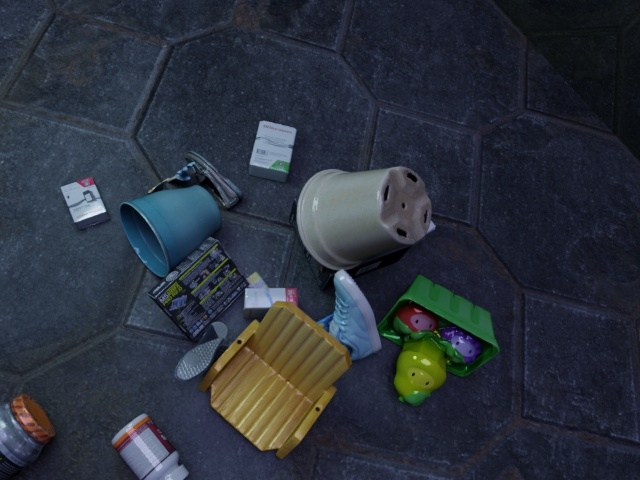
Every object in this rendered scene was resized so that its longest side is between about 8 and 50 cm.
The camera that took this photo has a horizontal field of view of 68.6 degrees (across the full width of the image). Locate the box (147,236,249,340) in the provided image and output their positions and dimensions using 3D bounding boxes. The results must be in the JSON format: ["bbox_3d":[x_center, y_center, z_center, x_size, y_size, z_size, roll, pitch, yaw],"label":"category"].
[{"bbox_3d":[-0.389,0.157,1.537,0.270,0.060,0.216,-47,126,-24],"label":"box"}]

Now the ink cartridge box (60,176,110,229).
[{"bbox_3d":[-0.818,-0.130,1.638,0.109,0.063,0.151,-24,74,-20],"label":"ink cartridge box"}]

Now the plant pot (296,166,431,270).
[{"bbox_3d":[0.151,-0.081,1.418,0.333,0.305,0.334,5,81,-38],"label":"plant pot"}]

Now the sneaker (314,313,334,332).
[{"bbox_3d":[-0.001,0.294,1.623,0.188,0.078,0.067,-16,101,-31],"label":"sneaker"}]

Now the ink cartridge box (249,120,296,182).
[{"bbox_3d":[-0.186,-0.349,1.845,0.153,0.087,0.209,13,67,-6],"label":"ink cartridge box"}]

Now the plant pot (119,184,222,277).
[{"bbox_3d":[-0.486,-0.057,1.581,0.255,0.272,0.272,-35,78,-35],"label":"plant pot"}]

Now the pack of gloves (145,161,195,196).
[{"bbox_3d":[-0.524,-0.197,1.653,0.195,0.232,0.046,-42,106,-21],"label":"pack of gloves"}]

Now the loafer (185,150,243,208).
[{"bbox_3d":[-0.411,-0.226,1.748,0.267,0.096,0.084,40,72,4],"label":"loafer"}]

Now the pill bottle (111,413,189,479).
[{"bbox_3d":[-0.489,0.625,1.358,0.121,0.121,0.221,-40,80,-23],"label":"pill bottle"}]

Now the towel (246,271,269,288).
[{"bbox_3d":[-0.227,0.156,1.668,0.060,0.009,0.083,-37,80,-23],"label":"towel"}]

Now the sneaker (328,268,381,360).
[{"bbox_3d":[0.090,0.265,1.529,0.150,0.135,0.366,-29,120,-12],"label":"sneaker"}]

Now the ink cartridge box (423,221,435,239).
[{"bbox_3d":[0.326,-0.083,1.804,0.085,0.148,0.203,-29,76,-22],"label":"ink cartridge box"}]

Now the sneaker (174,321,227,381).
[{"bbox_3d":[-0.379,0.375,1.451,0.086,0.163,0.226,36,40,2],"label":"sneaker"}]

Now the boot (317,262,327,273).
[{"bbox_3d":[0.000,0.000,1.565,0.106,0.082,0.219,10,69,20],"label":"boot"}]

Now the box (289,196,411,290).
[{"bbox_3d":[0.103,-0.034,1.722,0.343,0.179,0.313,-20,72,-18],"label":"box"}]

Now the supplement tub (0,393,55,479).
[{"bbox_3d":[-0.903,0.575,1.255,0.316,0.193,0.194,-36,79,-22],"label":"supplement tub"}]

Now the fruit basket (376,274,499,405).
[{"bbox_3d":[0.372,0.358,1.585,0.391,0.283,0.392,12,49,-14],"label":"fruit basket"}]

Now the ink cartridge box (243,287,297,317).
[{"bbox_3d":[-0.172,0.213,1.590,0.175,0.127,0.072,1,66,-11],"label":"ink cartridge box"}]

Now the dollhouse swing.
[{"bbox_3d":[-0.132,0.414,1.408,0.346,0.305,0.315,40,57,5],"label":"dollhouse swing"}]
